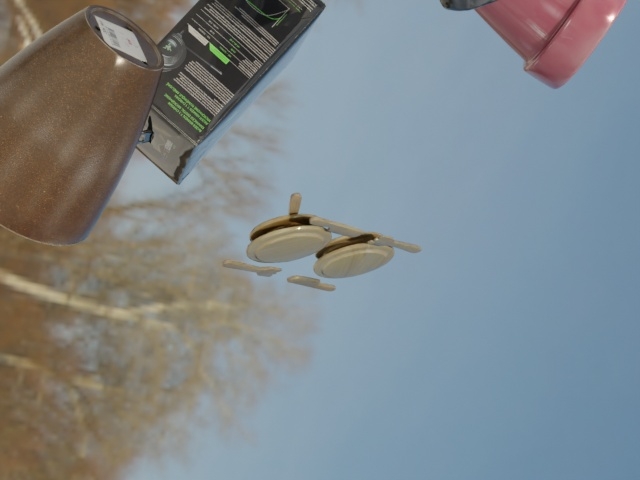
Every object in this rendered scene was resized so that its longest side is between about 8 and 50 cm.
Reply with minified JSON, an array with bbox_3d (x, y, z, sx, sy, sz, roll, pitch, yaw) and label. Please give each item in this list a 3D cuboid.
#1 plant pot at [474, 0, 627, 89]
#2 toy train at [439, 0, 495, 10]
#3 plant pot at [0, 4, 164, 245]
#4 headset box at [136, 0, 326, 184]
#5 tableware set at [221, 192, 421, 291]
[{"bbox_3d":[0.294,-0.331,1.854,0.201,0.180,0.201,-56,-176,6],"label":"plant pot"},{"bbox_3d":[0.131,-0.377,1.369,0.334,0.142,0.190,73,-3,-64],"label":"toy train"},{"bbox_3d":[-0.288,-0.149,1.599,0.230,0.215,0.215,-48,-151,24],"label":"plant pot"},{"bbox_3d":[-0.150,-0.225,1.890,0.283,0.131,0.246,-50,-178,-14],"label":"headset box"},{"bbox_3d":[0.000,0.000,1.420,0.128,0.194,0.039,-26,-114,31],"label":"tableware set"}]
